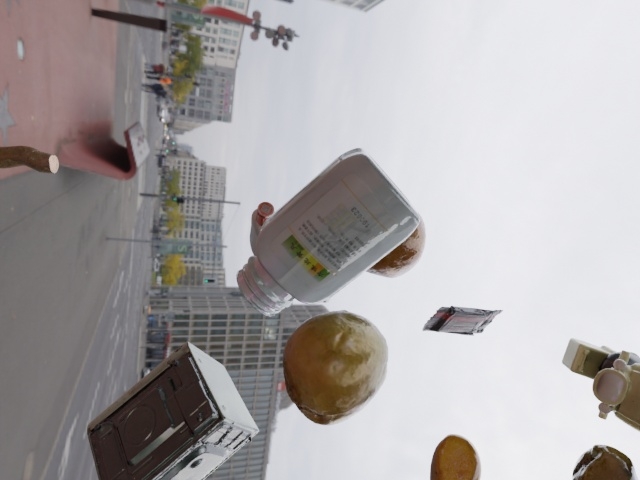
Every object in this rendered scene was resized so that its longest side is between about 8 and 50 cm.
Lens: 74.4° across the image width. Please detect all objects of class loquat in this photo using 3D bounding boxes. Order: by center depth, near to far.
[{"bbox_3d":[0.041,0.330,1.101,0.276,0.284,0.276,46,-35,48],"label":"loquat"}]

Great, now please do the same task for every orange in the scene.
[{"bbox_3d":[0.220,-0.009,1.384,0.264,0.264,0.264,-176,-90,-69],"label":"orange"}]

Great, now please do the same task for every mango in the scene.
[{"bbox_3d":[0.364,0.644,1.144,0.141,0.102,0.217,-2,-120,43],"label":"mango"}]

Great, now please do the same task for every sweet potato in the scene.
[{"bbox_3d":[-0.822,-0.215,1.071,0.059,0.281,0.067,103,-10,-50],"label":"sweet potato"}]

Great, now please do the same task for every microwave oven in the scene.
[{"bbox_3d":[-0.454,0.564,1.273,0.333,0.394,0.247,45,-8,40],"label":"microwave oven"}]

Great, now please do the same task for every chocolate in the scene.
[{"bbox_3d":[0.296,0.165,0.880,0.028,0.183,0.086,-109,-144,-45],"label":"chocolate"}]

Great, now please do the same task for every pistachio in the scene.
[{"bbox_3d":[0.443,0.404,0.652,0.100,0.110,0.189,6,-56,59],"label":"pistachio"}]

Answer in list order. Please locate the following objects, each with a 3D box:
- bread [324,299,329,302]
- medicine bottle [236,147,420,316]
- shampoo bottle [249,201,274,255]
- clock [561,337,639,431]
[{"bbox_3d":[-0.038,0.164,1.418,0.028,0.154,0.068,-63,164,1],"label":"bread"},{"bbox_3d":[0.000,0.000,0.750,0.324,0.179,0.124,-41,-163,13],"label":"medicine bottle"},{"bbox_3d":[-0.149,-0.026,1.084,0.221,0.051,0.108,113,-39,-61],"label":"shampoo bottle"},{"bbox_3d":[0.598,0.275,0.735,0.379,0.277,0.120,14,94,-73],"label":"clock"}]
